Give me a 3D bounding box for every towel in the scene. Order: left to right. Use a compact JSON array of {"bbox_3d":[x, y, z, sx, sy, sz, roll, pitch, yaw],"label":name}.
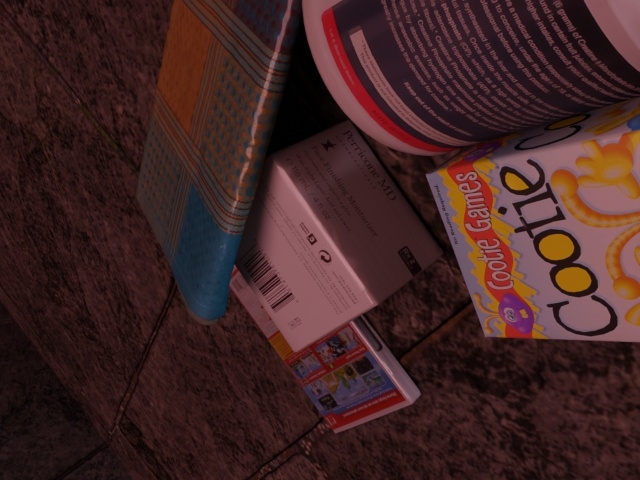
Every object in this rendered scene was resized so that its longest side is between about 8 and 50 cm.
[{"bbox_3d":[-0.120,-0.128,0.707,0.271,0.040,0.370,54,135,41],"label":"towel"}]

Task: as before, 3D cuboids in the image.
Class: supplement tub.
[{"bbox_3d":[0.136,-0.168,0.398,0.272,0.191,0.191,-10,108,51],"label":"supplement tub"}]

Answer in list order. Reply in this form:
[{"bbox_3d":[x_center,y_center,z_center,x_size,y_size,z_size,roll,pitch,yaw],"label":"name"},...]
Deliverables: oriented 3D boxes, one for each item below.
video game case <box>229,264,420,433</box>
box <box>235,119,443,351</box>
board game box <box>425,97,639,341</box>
[{"bbox_3d":[-0.010,0.122,0.905,0.285,0.025,0.204,54,142,5],"label":"video game case"},{"bbox_3d":[0.000,0.000,0.727,0.181,0.119,0.182,55,142,4],"label":"box"},{"bbox_3d":[0.234,-0.027,0.432,0.275,0.142,0.144,-7,110,50],"label":"board game box"}]
